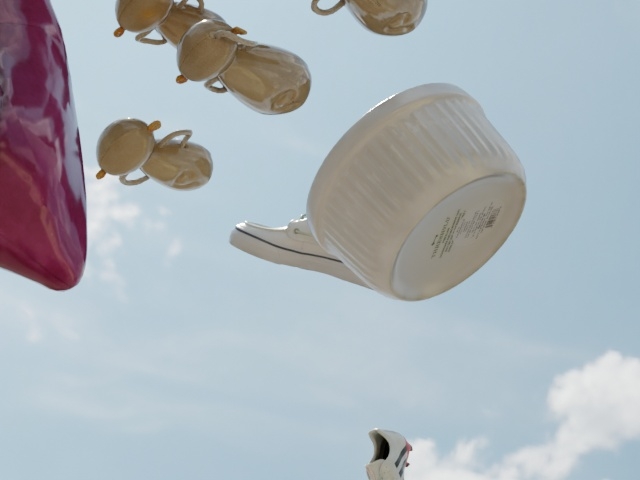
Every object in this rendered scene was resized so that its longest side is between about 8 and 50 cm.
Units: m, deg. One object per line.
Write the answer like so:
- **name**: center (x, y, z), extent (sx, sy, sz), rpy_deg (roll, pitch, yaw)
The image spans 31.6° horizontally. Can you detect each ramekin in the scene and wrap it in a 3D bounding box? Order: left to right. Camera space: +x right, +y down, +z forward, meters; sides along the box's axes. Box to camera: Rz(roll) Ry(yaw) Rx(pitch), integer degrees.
- **ramekin**: center (0.100, -0.037, 1.081), extent (0.109, 0.207, 0.207), rpy_deg (49, -34, 32)

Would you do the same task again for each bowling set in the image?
- **bowling set**: center (-0.085, -0.183, 0.861), extent (0.287, 0.154, 0.200), rpy_deg (-38, -110, 17)

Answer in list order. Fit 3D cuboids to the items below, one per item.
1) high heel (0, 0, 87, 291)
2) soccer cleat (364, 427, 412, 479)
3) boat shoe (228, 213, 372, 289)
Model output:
- **high heel**: center (-0.214, -0.116, 0.764), extent (0.127, 0.377, 0.181), rpy_deg (-28, -61, 17)
- **soccer cleat**: center (0.045, 0.167, 0.770), extent (0.036, 0.083, 0.029), rpy_deg (31, -44, -32)
- **boat shoe**: center (0.000, 0.000, 1.395), extent (0.226, 0.083, 0.075), rpy_deg (15, -83, 12)
